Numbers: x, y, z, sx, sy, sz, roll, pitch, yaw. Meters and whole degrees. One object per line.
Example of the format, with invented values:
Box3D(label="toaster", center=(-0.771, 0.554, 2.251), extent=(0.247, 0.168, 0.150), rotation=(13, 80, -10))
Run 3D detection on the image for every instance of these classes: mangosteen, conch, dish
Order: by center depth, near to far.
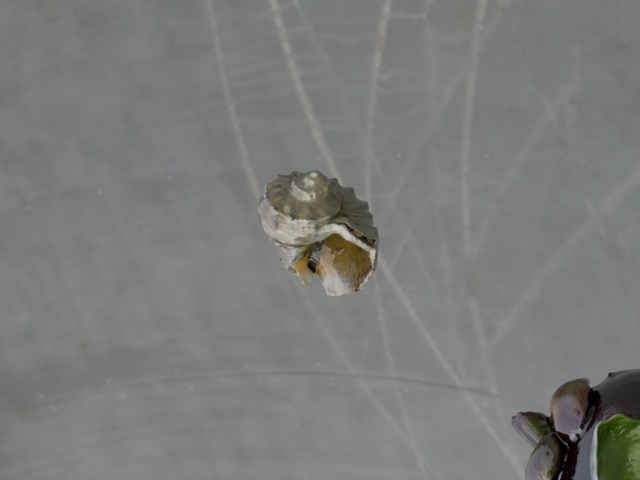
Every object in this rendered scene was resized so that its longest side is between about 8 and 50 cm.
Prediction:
Box3D(label="dish", center=(0.319, 0.260, 1.073), extent=(0.039, 0.091, 0.137), rotation=(-22, 56, 60))
Box3D(label="conch", center=(0.000, 0.000, 1.174), extent=(0.155, 0.130, 0.207), rotation=(41, 145, 33))
Box3D(label="mangosteen", center=(0.446, 0.335, 1.449), extent=(0.347, 0.307, 0.307), rotation=(9, 136, 18))
